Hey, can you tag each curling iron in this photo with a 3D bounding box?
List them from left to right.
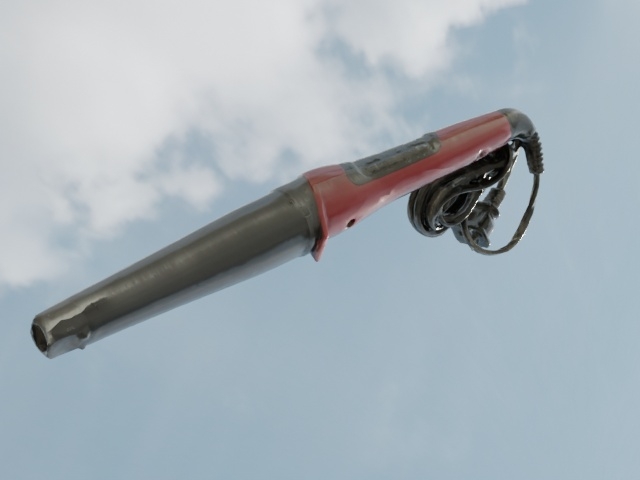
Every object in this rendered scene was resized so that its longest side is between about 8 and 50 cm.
[{"bbox_3d":[0.000,0.000,0.752,0.035,0.274,0.068,20,-61,43],"label":"curling iron"}]
